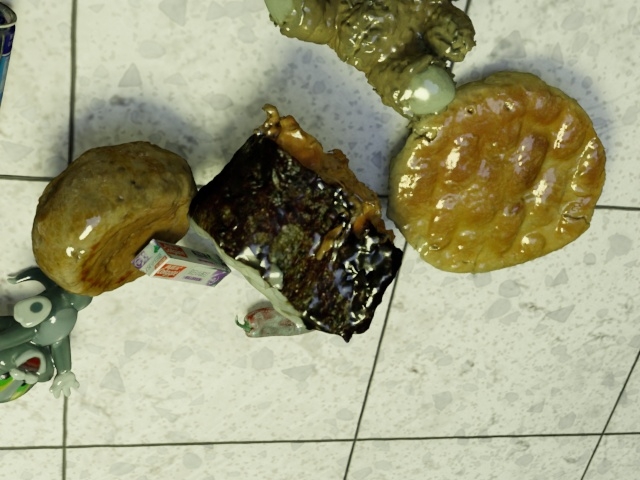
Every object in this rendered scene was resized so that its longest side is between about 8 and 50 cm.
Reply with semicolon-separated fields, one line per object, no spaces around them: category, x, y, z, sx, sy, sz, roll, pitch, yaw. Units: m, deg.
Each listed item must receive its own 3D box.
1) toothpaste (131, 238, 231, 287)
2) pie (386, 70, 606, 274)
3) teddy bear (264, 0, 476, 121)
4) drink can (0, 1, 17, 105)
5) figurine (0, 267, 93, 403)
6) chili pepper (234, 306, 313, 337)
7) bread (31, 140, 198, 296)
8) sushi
toothpaste;-0.186;0.036;1.209;0.047;0.040;0.196;-45;162;8
pie;0.254;-0.090;1.282;0.339;0.083;0.339;-5;125;-7
teddy bear;0.101;-0.309;1.053;0.267;0.156;0.256;37;116;0
drink can;-0.430;-0.168;1.053;0.097;0.097;0.235;12;120;-20
figurine;-0.421;0.127;1.230;0.193;0.140;0.265;20;106;-50
chili pepper;-0.066;0.127;1.370;0.153;0.041;0.050;-2;145;-31
bread;-0.267;-0.033;1.132;0.230;0.123;0.230;-40;163;-15
sushi;0.000;0.000;1.156;0.207;0.234;0.348;-52;145;0
